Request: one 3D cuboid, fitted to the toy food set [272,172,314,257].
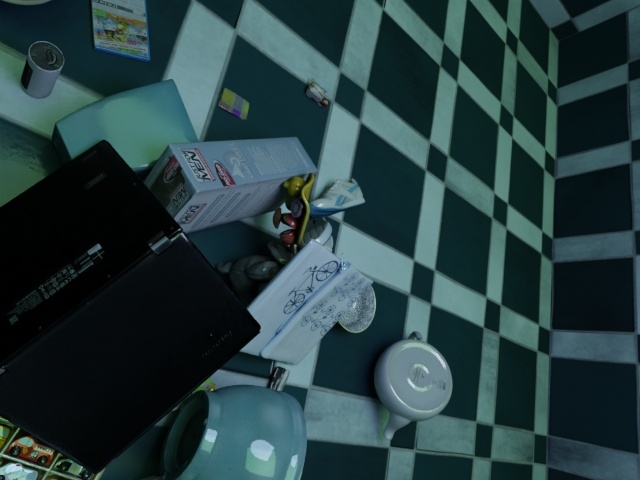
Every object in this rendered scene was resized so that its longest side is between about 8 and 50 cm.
[{"bbox_3d":[-0.071,-0.060,1.007,0.071,0.218,0.128,9,37,-11],"label":"toy food set"}]

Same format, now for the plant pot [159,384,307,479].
[{"bbox_3d":[-0.196,0.421,0.881,0.196,0.293,0.293,35,62,-27],"label":"plant pot"}]

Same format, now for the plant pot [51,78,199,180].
[{"bbox_3d":[-0.402,-0.204,0.888,0.234,0.165,0.166,-26,100,-35],"label":"plant pot"}]

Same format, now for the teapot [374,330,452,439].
[{"bbox_3d":[0.269,0.435,1.345,0.255,0.187,0.253,-18,67,-24],"label":"teapot"}]

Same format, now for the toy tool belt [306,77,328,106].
[{"bbox_3d":[-0.003,-0.457,1.333,0.083,0.052,0.051,30,74,-34],"label":"toy tool belt"}]

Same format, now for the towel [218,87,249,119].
[{"bbox_3d":[-0.229,-0.363,1.153,0.083,0.009,0.060,21,69,-37],"label":"towel"}]

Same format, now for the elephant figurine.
[{"bbox_3d":[-0.094,0.085,1.091,0.239,0.169,0.186,-25,91,-46],"label":"elephant figurine"}]

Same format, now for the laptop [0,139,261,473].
[{"bbox_3d":[-0.394,0.111,0.773,0.382,0.236,0.408,-40,68,-15],"label":"laptop"}]

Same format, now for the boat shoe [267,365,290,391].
[{"bbox_3d":[-0.120,0.385,1.111,0.046,0.038,0.125,75,37,-65],"label":"boat shoe"}]

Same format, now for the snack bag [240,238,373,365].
[{"bbox_3d":[-0.042,0.162,1.023,0.323,0.037,0.342,-46,146,2],"label":"snack bag"}]

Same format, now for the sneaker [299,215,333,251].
[{"bbox_3d":[0.000,0.000,1.159,0.258,0.094,0.091,-73,139,-75],"label":"sneaker"}]

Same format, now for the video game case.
[{"bbox_3d":[-0.453,-0.500,0.982,0.119,0.015,0.167,-2,84,-41],"label":"video game case"}]

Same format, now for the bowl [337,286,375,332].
[{"bbox_3d":[0.078,0.185,1.281,0.170,0.080,0.170,7,79,-39],"label":"bowl"}]

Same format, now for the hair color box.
[{"bbox_3d":[-0.195,-0.127,0.970,0.374,0.185,0.114,-22,77,-52],"label":"hair color box"}]

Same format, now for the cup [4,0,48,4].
[{"bbox_3d":[-0.524,-0.632,0.780,0.331,0.330,0.237,47,31,-25],"label":"cup"}]

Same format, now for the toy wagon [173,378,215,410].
[{"bbox_3d":[-0.347,0.255,0.919,0.344,0.068,0.267,45,58,-26],"label":"toy wagon"}]

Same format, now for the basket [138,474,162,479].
[{"bbox_3d":[-0.348,0.572,0.845,0.113,0.103,0.168,2,81,-41],"label":"basket"}]

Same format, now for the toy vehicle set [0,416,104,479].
[{"bbox_3d":[-0.536,0.414,0.755,0.266,0.035,0.166,40,60,-29],"label":"toy vehicle set"}]

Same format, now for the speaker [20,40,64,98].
[{"bbox_3d":[-0.523,-0.317,0.814,0.055,0.136,0.055,7,80,-39],"label":"speaker"}]

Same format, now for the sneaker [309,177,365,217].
[{"bbox_3d":[0.038,-0.129,1.302,0.228,0.087,0.093,-20,89,-47],"label":"sneaker"}]
